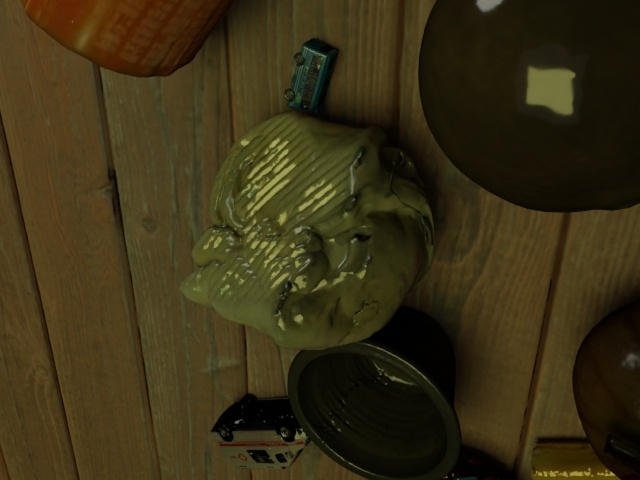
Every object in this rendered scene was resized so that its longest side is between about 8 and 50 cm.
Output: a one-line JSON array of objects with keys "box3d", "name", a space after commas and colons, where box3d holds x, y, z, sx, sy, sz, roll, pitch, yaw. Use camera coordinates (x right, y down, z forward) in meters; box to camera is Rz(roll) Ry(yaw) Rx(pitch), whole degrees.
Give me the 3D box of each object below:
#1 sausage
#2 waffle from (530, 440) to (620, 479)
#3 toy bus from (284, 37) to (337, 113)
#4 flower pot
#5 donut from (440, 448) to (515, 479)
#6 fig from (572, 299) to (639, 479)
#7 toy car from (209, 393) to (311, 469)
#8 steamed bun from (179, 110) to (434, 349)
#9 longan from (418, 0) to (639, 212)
[{"box3d": [-0.159, -0.344, 0.713, 0.233, 0.233, 0.287, 49, 129, -3], "name": "sausage"}, {"box3d": [0.411, 0.369, 0.891, 0.221, 0.055, 0.248, -11, 109, 33], "name": "waffle"}, {"box3d": [-0.011, -0.195, 0.828, 0.046, 0.038, 0.083, 26, 126, 11], "name": "toy bus"}, {"box3d": [0.089, 0.184, 0.909, 0.235, 0.148, 0.235, 14, 125, 21], "name": "flower pot"}, {"box3d": [0.202, 0.401, 1.001, 0.235, 0.089, 0.235, 12, 120, 23], "name": "donut"}, {"box3d": [0.384, 0.172, 0.716, 0.235, 0.214, 0.235, 0, 115, 0], "name": "fig"}, {"box3d": [-0.070, 0.309, 1.101, 0.209, 0.089, 0.108, -13, 109, 35], "name": "toy car"}, {"box3d": [0.000, 0.000, 0.828, 0.280, 0.268, 0.207, 15, 167, 44], "name": "steamed bun"}, {"box3d": [0.212, -0.143, 0.607, 0.258, 0.258, 0.258, 13, 121, 22], "name": "longan"}]
